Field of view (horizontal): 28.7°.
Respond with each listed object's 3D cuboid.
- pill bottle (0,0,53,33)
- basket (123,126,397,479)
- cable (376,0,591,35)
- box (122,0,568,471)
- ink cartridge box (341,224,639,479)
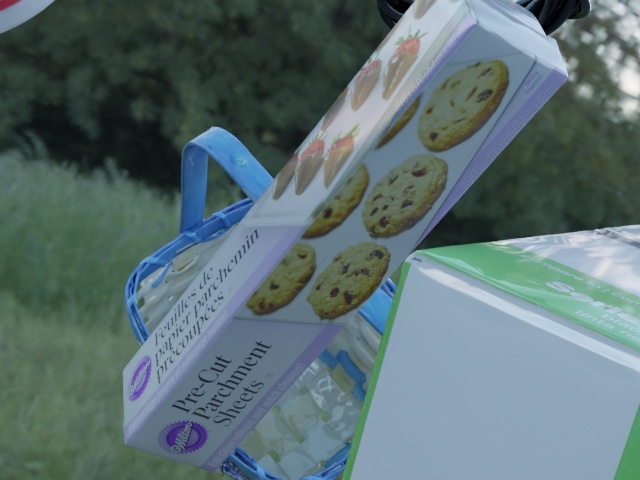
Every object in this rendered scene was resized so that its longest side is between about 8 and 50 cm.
[{"bbox_3d":[-0.177,-0.182,0.524,0.108,0.108,0.180,36,-27,38],"label":"pill bottle"},{"bbox_3d":[-0.023,0.074,0.963,0.201,0.289,0.255,-33,71,-29],"label":"basket"},{"bbox_3d":[0.106,-0.168,0.788,0.184,0.151,0.047,81,-8,-64],"label":"cable"},{"bbox_3d":[0.000,0.000,0.676,0.067,0.324,0.063,25,31,-28],"label":"box"},{"bbox_3d":[0.128,0.104,0.543,0.115,0.198,0.273,24,18,34],"label":"ink cartridge box"}]
